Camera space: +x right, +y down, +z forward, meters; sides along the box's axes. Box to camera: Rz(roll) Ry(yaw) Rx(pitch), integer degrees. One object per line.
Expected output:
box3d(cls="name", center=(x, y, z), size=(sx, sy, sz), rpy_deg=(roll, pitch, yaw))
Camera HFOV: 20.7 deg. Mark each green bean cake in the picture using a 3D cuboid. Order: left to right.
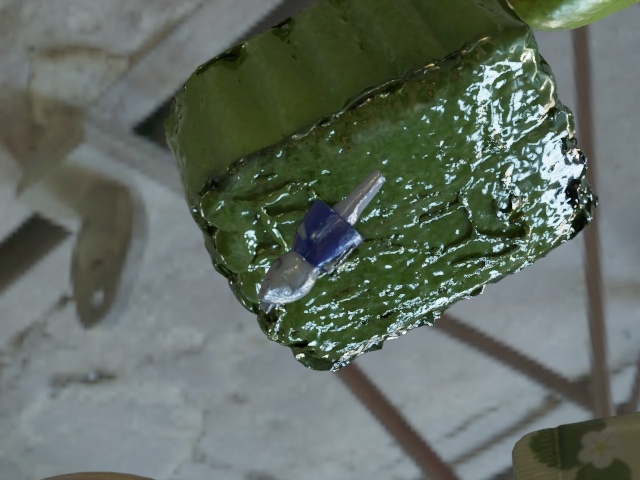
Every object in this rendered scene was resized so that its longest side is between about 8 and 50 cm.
box3d(cls="green bean cake", center=(0.034, -0.042, 0.994), size=(0.214, 0.113, 0.200), rpy_deg=(-27, 138, 1))

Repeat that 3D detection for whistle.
box3d(cls="whistle", center=(0.000, 0.000, 0.804), size=(0.083, 0.029, 0.033), rpy_deg=(-49, 171, -3))

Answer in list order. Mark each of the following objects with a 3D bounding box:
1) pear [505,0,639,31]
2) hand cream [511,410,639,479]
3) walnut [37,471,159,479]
box3d(cls="pear", center=(0.184, -0.246, 1.198), size=(0.220, 0.187, 0.187), rpy_deg=(-46, 138, -10))
box3d(cls="hand cream", center=(0.118, 0.041, 0.337), size=(0.165, 0.057, 0.037), rpy_deg=(-13, 125, 11))
box3d(cls="walnut", center=(-0.119, 0.246, 0.806), size=(0.285, 0.285, 0.296), rpy_deg=(-17, 149, 18))
